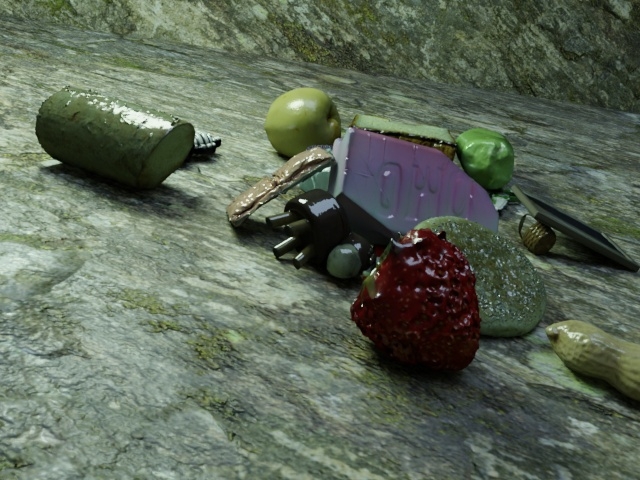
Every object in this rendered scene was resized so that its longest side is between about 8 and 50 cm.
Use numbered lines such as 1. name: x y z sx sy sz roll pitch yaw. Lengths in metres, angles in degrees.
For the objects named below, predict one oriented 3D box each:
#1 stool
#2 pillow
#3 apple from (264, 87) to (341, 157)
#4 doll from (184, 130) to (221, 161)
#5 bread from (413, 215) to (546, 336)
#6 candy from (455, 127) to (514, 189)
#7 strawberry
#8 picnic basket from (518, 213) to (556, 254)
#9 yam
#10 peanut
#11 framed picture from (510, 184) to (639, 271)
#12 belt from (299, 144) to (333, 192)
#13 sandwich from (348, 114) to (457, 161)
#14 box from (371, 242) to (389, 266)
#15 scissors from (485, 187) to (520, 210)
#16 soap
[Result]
1. stool: 0.000 0.000 1.154 0.121 0.125 0.217 -29 61 -31
2. pillow: -0.081 -0.107 1.273 0.232 0.043 0.126 -34 17 0
3. apple: -0.041 -0.297 1.718 0.199 0.200 0.200 9 24 -4
4. doll: -0.313 -0.220 1.569 0.091 0.067 0.219 25 29 21
5. bread: 0.262 0.051 1.130 0.266 0.041 0.267 15 41 -13
6. candy: 0.432 -0.225 1.795 0.142 0.132 0.343 -3 14 11
7. strawberry: 0.146 0.091 0.946 0.201 0.187 0.184 48 10 13
8. picnic basket: 0.451 -0.017 1.422 0.072 0.072 0.083 -4 37 -30
9. yam: -0.412 -0.205 1.369 0.304 0.168 0.168 20 25 20
10. peanut: 0.417 0.171 0.984 0.187 0.082 0.082 24 27 30
11. framed picture: 0.550 -0.032 1.472 0.265 0.018 0.192 25 20 -11
12. belt: 0.102 -0.128 1.473 0.324 0.122 0.260 26 23 33
13. sandwich: 0.201 -0.253 1.728 0.273 0.095 0.249 10 21 4
14. box: 0.146 0.063 1.160 0.115 0.036 0.177 11 24 -1
15. scissors: 0.442 -0.098 1.662 0.100 0.027 0.204 13 22 17
16. soap: 0.175 -0.077 1.272 0.323 0.193 0.109 12 -12 -18
